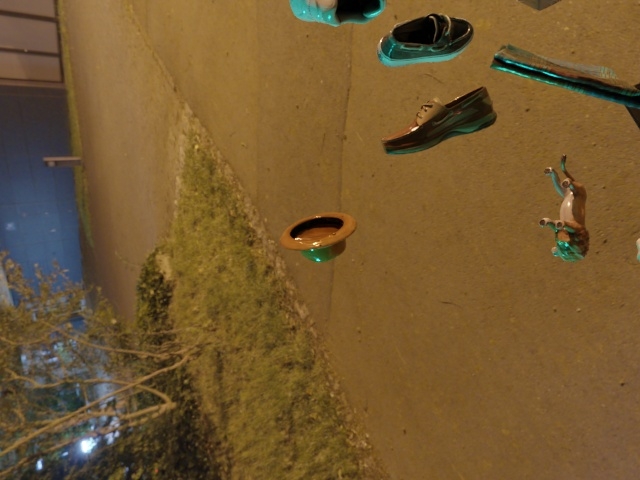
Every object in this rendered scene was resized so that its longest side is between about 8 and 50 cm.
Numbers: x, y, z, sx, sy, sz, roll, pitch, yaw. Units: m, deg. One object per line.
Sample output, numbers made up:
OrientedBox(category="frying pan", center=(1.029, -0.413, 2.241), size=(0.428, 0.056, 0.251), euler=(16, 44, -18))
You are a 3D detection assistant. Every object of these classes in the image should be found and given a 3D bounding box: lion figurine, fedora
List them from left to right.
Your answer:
OrientedBox(category="fedora", center=(0.000, 0.000, 0.977), size=(0.194, 0.194, 0.079), euler=(20, 133, 50))
OrientedBox(category="lion figurine", center=(0.991, -0.118, 1.592), size=(0.142, 0.240, 0.393), euler=(9, 84, 64))

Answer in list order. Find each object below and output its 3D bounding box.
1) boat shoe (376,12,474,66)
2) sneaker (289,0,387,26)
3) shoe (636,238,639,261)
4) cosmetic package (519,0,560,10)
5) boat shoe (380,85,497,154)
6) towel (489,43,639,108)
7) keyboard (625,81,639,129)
OrientedBox(category="boat shoe", center=(0.213, -0.386, 0.763), size=(0.078, 0.219, 0.070), euler=(66, 162, 3))
OrientedBox(category="sneaker", center=(0.075, -0.378, 0.600), size=(0.115, 0.232, 0.090), euler=(48, 168, 28))
OrientedBox(category="shoe", center=(0.947, 0.067, 1.119), size=(0.076, 0.219, 0.058), euler=(-42, 26, 22))
OrientedBox(category="cosmetic package", center=(0.506, -0.573, 0.658), size=(0.155, 0.365, 0.197), euler=(-92, -23, -50))
OrientedBox(category="boat shoe", center=(0.324, -0.340, 1.134), size=(0.123, 0.323, 0.120), euler=(-100, -10, -66))
OrientedBox(category="towel", center=(0.497, -0.354, 0.835), size=(0.271, 0.370, 0.040), euler=(23, 123, 15))
OrientedBox(category="keyboard", center=(0.788, -0.293, 0.957), size=(0.023, 0.108, 0.180), euler=(114, 133, -76))
